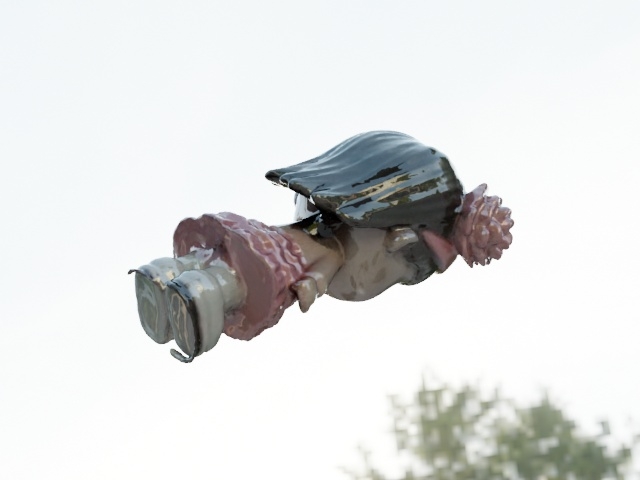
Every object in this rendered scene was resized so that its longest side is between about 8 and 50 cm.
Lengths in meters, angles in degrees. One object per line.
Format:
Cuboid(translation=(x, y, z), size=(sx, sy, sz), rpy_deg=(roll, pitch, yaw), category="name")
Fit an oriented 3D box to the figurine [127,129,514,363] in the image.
Cuboid(translation=(0.000, 0.000, 0.654), size=(0.129, 0.054, 0.072), rpy_deg=(-20, 23, -34), category="figurine")
